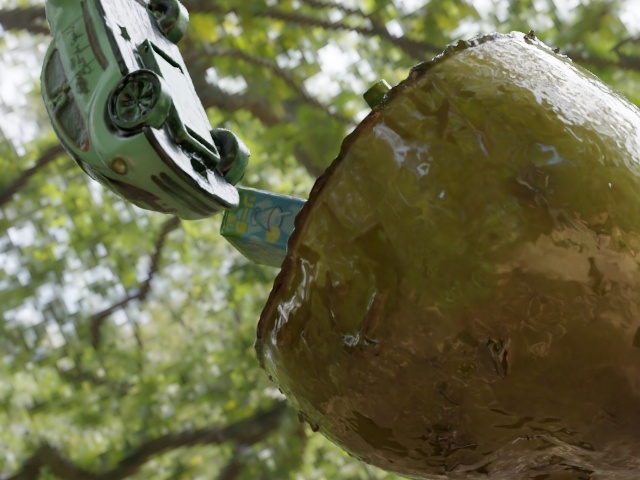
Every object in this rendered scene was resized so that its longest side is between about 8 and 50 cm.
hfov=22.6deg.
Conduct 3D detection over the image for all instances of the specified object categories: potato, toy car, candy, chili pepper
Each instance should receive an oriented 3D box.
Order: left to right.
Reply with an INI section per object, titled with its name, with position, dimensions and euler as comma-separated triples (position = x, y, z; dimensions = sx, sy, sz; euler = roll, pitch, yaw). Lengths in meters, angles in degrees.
[toy car]
position = -0.170, -0.135, 1.366
dimensions = 0.125, 0.306, 0.136
euler = -36, -35, 13
[candy]
position = 0.000, 0.000, 1.694
dimensions = 0.194, 0.062, 0.097
euler = 12, -16, 23
[chili pepper]
position = 0.131, -0.127, 2.084
dimensions = 0.050, 0.202, 0.052
euler = -32, 17, 30
[potato]
position = 0.179, 0.070, 1.325
dimensions = 0.385, 0.319, 0.442
euler = -50, -27, 3
